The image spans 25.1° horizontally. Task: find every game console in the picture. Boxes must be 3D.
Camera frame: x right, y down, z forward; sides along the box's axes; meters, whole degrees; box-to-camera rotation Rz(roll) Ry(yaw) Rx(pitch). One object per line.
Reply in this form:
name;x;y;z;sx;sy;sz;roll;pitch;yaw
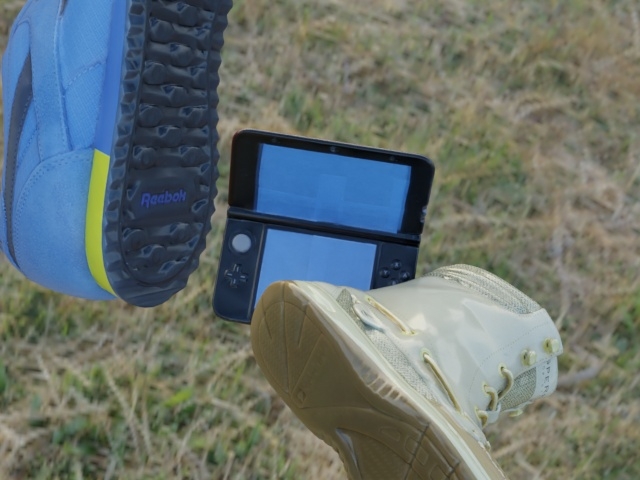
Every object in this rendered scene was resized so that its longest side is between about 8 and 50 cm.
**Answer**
game console;0.000;0.000;1.015;0.144;0.085;0.124;9;76;2

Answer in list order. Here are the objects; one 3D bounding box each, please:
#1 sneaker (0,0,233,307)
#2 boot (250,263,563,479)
sneaker;-0.068;-0.085;0.468;0.082;0.209;0.069;17;9;33
boot;0.099;0.116;0.931;0.203;0.095;0.262;-6;43;-44
